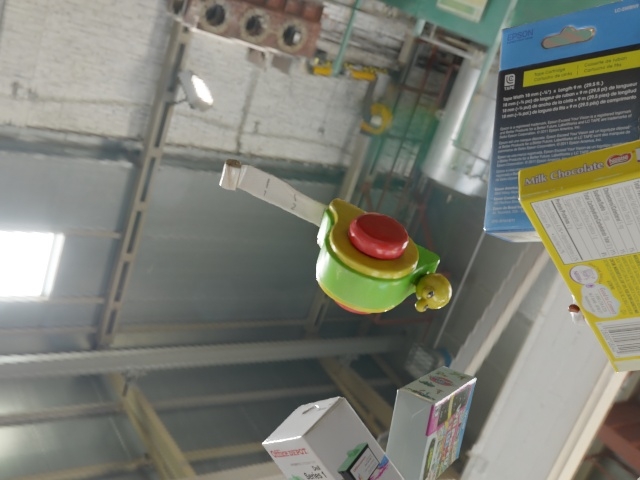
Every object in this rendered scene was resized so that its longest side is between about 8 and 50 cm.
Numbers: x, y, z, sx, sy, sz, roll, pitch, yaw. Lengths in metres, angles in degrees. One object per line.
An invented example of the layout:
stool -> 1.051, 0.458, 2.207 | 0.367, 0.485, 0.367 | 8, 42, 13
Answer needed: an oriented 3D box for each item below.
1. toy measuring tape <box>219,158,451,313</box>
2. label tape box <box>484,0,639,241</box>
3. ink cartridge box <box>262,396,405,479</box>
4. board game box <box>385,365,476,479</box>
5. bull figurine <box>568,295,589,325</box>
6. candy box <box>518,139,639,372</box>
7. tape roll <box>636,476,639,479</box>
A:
toy measuring tape -> 0.000, 0.000, 0.918 | 0.330, 0.121, 0.121 | 27, -160, 14
label tape box -> 0.387, -0.169, 1.173 | 0.241, 0.333, 0.106 | -1, 168, 45
ink cartridge box -> 0.042, 0.445, 1.449 | 0.117, 0.201, 0.278 | -37, -88, -32
board game box -> 0.259, 0.440, 1.829 | 0.097, 0.224, 0.303 | 15, -171, 26
bull figurine -> 0.592, 0.100, 1.546 | 0.101, 0.188, 0.310 | 28, -179, 3
candy box -> 0.200, 0.017, 0.454 | 0.206, 0.105, 0.027 | 48, -143, -41
tape roll -> 0.579, 0.458, 1.154 | 0.100, 0.286, 0.286 | 44, -167, -17
